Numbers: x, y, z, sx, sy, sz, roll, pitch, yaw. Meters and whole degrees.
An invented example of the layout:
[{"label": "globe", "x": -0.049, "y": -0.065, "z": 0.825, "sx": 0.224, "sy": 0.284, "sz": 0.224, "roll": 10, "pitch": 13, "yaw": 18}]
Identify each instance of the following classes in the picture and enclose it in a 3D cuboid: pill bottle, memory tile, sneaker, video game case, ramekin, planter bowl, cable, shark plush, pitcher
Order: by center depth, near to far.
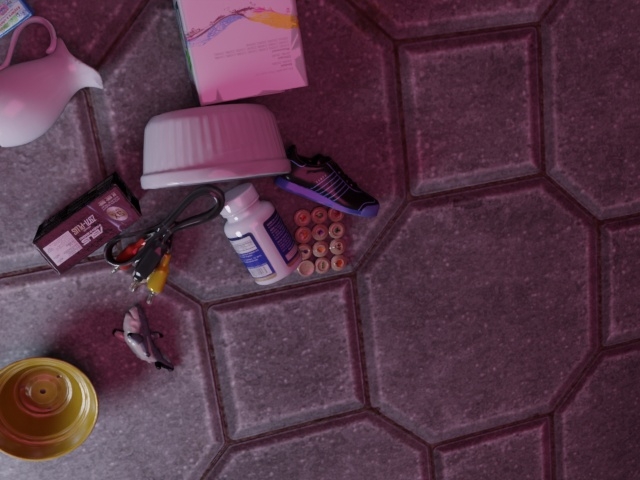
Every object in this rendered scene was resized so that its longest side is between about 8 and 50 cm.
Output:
[{"label": "video game case", "x": -0.580, "y": -0.425, "z": 1.238, "sx": 0.119, "sy": 0.015, "sz": 0.166, "roll": -24, "pitch": 117, "yaw": 23}, {"label": "pitcher", "x": -0.516, "y": -0.278, "z": 1.287, "sx": 0.207, "sy": 0.125, "sz": 0.178, "roll": -41, "pitch": 91, "yaw": -14}, {"label": "ramekin", "x": -0.194, "y": -0.168, "z": 1.329, "sx": 0.272, "sy": 0.273, "sz": 0.127, "roll": -8, "pitch": 95, "yaw": -14}, {"label": "cable", "x": -0.305, "y": -0.014, "z": 1.417, "sx": 0.139, "sy": 0.072, "sz": 0.287, "roll": 38, "pitch": 101, "yaw": -8}, {"label": "planter bowl", "x": -0.546, "y": 0.312, "z": 1.438, "sx": 0.217, "sy": 0.090, "sz": 0.217, "roll": -4, "pitch": 105, "yaw": -16}, {"label": "pill bottle", "x": -0.125, "y": -0.016, "z": 1.461, "sx": 0.112, "sy": 0.112, "sz": 0.187, "roll": -32, "pitch": 111, "yaw": -6}, {"label": "shark plush", "x": -0.344, "y": 0.208, "z": 1.491, "sx": 0.161, "sy": 0.073, "sz": 0.067, "roll": 50, "pitch": 57, "yaw": -17}, {"label": "sneaker", "x": 0.025, "y": -0.119, "z": 1.493, "sx": 0.232, "sy": 0.081, "sz": 0.090, "roll": 18, "pitch": 106, "yaw": -18}, {"label": "memory tile", "x": 0.000, "y": 0.000, "z": 1.554, "sx": 0.113, "sy": 0.012, "sz": 0.148, "roll": -7, "pitch": 107, "yaw": -14}]

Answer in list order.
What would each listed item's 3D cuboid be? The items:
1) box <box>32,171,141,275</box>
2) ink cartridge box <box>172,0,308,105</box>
[{"label": "box", "x": -0.426, "y": -0.035, "z": 1.351, "sx": 0.180, "sy": 0.147, "sz": 0.077, "roll": -37, "pitch": 111, "yaw": -5}, {"label": "ink cartridge box", "x": -0.152, "y": -0.394, "z": 1.306, "sx": 0.197, "sy": 0.198, "sz": 0.270, "roll": -13, "pitch": 107, "yaw": -11}]
